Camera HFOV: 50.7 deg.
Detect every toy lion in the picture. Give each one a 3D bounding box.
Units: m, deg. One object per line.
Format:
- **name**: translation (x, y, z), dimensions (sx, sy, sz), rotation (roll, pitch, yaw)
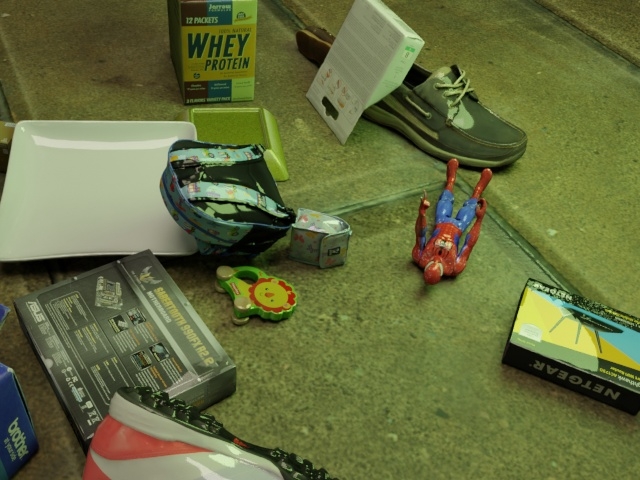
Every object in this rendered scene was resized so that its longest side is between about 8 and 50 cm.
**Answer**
- **toy lion**: translation (-0.084, 0.071, 0.917), dimensions (0.096, 0.034, 0.100), rotation (-11, 45, -29)

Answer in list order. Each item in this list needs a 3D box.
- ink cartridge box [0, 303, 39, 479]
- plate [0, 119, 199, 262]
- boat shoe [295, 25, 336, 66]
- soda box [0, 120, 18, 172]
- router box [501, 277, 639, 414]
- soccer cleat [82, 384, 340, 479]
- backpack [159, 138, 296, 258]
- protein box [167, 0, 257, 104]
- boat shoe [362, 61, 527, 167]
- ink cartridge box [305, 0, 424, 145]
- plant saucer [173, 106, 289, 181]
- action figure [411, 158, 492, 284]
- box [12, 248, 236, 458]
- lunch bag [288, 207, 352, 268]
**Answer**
- **ink cartridge box**: translation (-0.471, 0.200, 0.635), dimensions (0.270, 0.151, 0.395), rotation (22, 43, 15)
- **plate**: translation (-0.321, -0.073, 1.004), dimensions (0.278, 0.045, 0.277), rotation (-2, 50, -11)
- **boat shoe**: translation (0.026, -0.389, 1.393), dimensions (0.073, 0.073, 0.207), rotation (-18, 49, -23)
- **soda box**: translation (-0.564, -0.156, 1.063), dimensions (0.181, 0.061, 0.058), rotation (8, 43, -1)
- **router box**: translation (0.345, 0.135, 0.896), dimensions (0.179, 0.046, 0.133), rotation (20, 44, 13)
- **soccer cleat**: translation (-0.082, 0.260, 0.675), dimensions (0.318, 0.108, 0.116), rotation (26, 84, 1)
- **backpack**: translation (-0.142, -0.057, 0.923), dimensions (0.173, 0.117, 0.158), rotation (2, 55, -47)
- **protein box**: translation (-0.208, -0.398, 1.273), dimensions (0.136, 0.201, 0.200), rotation (-8, 45, -16)
- **boat shoe**: translation (0.209, -0.248, 1.226), dimensions (0.355, 0.130, 0.132), rotation (27, 46, 20)
- **ink cartridge box**: translation (0.074, -0.308, 1.225), dimensions (0.056, 0.225, 0.181), rotation (5, 38, -35)
- **plant saucer**: translation (-0.156, -0.174, 1.155), dimensions (0.188, 0.045, 0.188), rotation (-3, 44, -12)
- **action figure**: translation (0.204, -0.054, 1.019), dimensions (0.091, 0.139, 0.280), rotation (17, 46, 12)
- **box**: translation (-0.237, 0.126, 0.812), dimensions (0.183, 0.056, 0.231), rotation (-23, 51, -30)
- **lunch bag**: translation (0.000, 0.000, 0.972), dimensions (0.083, 0.071, 0.053), rotation (13, 45, 4)
